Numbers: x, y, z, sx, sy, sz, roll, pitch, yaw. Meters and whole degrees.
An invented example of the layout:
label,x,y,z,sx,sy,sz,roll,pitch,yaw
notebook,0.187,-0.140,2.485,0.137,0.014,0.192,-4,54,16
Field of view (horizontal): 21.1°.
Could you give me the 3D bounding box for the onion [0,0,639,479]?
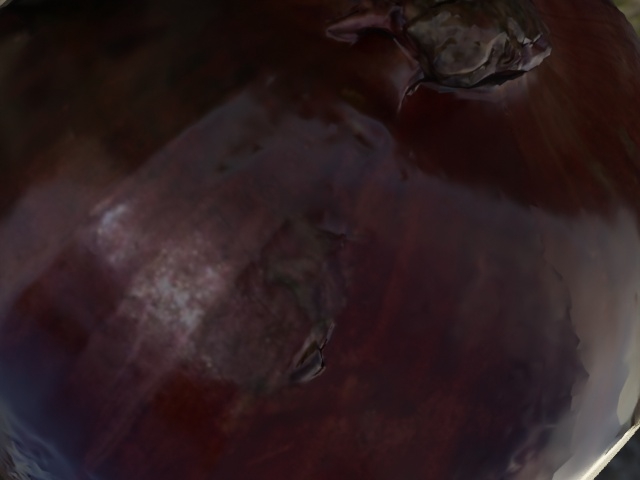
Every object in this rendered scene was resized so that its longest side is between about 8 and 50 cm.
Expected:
label,x,y,z,sx,sy,sz,roll,pitch,yaw
onion,-0.006,0.005,0.722,0.341,0.341,0.341,-11,149,-7
